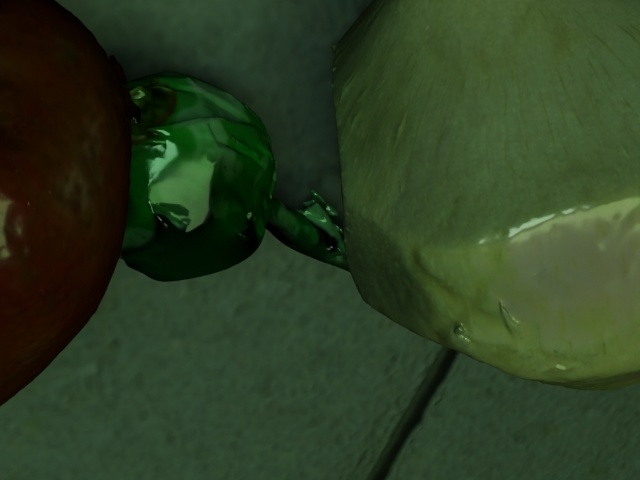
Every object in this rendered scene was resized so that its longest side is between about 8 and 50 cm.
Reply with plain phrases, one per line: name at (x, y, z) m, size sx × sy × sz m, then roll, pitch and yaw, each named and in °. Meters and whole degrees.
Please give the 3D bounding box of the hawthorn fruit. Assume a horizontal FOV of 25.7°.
hawthorn fruit at (-0.160, -0.005, 0.545) m, size 0.185 × 0.185 × 0.202 m, roll -20°, pitch 149°, yaw -17°

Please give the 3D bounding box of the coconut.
coconut at (0.107, -0.044, 0.651) m, size 0.197 × 0.237 × 0.237 m, roll -8°, pitch 136°, yaw 20°

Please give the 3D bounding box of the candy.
candy at (-0.001, -0.002, 0.721) m, size 0.097 × 0.097 × 0.323 m, roll -52°, pitch 141°, yaw 12°
